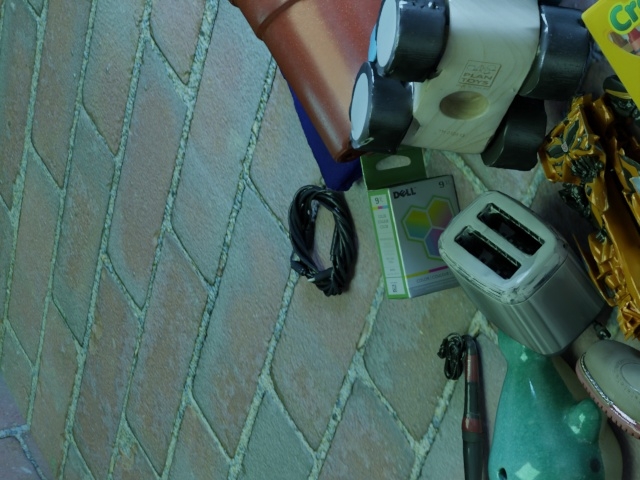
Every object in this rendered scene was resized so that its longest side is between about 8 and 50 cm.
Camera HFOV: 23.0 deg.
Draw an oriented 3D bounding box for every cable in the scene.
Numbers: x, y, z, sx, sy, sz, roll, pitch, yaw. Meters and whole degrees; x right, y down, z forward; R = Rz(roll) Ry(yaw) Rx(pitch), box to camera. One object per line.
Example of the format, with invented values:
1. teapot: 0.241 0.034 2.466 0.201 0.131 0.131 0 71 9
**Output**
1. cable: 0.000 0.000 2.454 0.150 0.047 0.184 52 141 36

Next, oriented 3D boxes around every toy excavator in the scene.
1. toy excavator: 0.175 -0.364 1.822 0.433 0.222 0.445 113 159 -56

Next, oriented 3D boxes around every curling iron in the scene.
1. curling iron: 0.208 0.260 2.213 0.068 0.035 0.274 6 106 63

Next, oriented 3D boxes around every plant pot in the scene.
1. plant pot: 0.053 -0.261 2.072 0.272 0.272 0.265 -34 79 59

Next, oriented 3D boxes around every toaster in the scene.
1. toaster: 0.246 0.040 1.919 0.227 0.129 0.146 43 177 46

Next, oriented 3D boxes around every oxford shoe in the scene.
1. oxford shoe: 0.431 0.174 1.730 0.348 0.123 0.130 30 122 40

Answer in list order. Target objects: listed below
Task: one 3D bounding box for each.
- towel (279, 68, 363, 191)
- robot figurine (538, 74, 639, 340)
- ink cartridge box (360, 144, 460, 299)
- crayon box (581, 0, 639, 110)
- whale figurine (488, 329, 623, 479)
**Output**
1. towel: 0.020 -0.248 2.307 0.308 0.076 0.227 70 155 14
2. robot figurine: 0.346 -0.043 1.805 0.291 0.085 0.211 66 150 19
3. ink cartridge box: 0.131 -0.031 2.156 0.062 0.109 0.209 -8 94 60
4. crayon box: 0.399 -0.195 1.575 0.318 0.081 0.202 59 139 9
5. whale figurine: 0.271 0.231 1.986 0.216 0.141 0.272 -21 82 60
